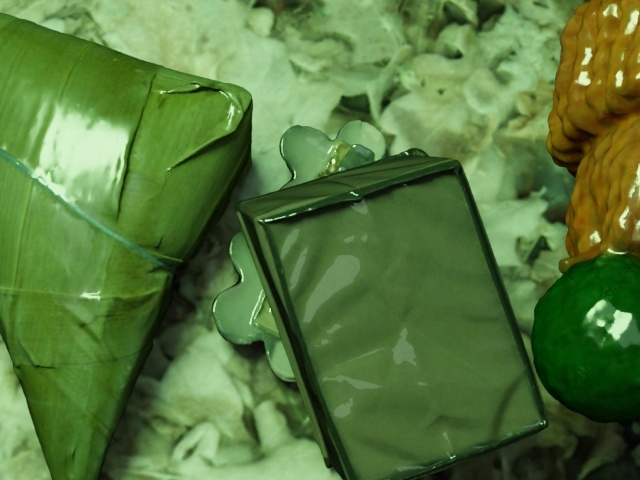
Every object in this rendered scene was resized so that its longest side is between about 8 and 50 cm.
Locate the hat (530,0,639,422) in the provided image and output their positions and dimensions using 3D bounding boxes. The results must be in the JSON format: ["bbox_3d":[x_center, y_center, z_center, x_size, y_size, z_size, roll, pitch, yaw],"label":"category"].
[{"bbox_3d":[0.322,-0.039,0.998,0.285,0.285,0.400,16,57,1],"label":"hat"}]

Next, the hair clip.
[{"bbox_3d":[-0.002,0.001,1.104,0.146,0.075,0.257,28,81,-12],"label":"hair clip"}]

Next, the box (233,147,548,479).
[{"bbox_3d":[0.056,0.063,1.008,0.188,0.153,0.252,-18,95,-10],"label":"box"}]

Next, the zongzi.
[{"bbox_3d":[-0.284,-0.005,1.039,0.356,0.174,0.393,20,80,7],"label":"zongzi"}]
